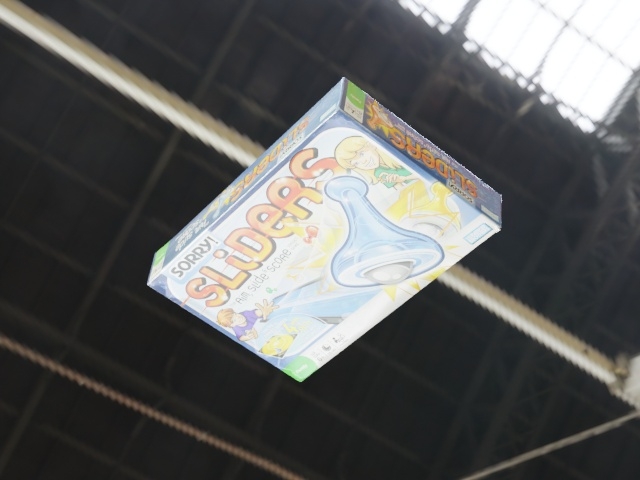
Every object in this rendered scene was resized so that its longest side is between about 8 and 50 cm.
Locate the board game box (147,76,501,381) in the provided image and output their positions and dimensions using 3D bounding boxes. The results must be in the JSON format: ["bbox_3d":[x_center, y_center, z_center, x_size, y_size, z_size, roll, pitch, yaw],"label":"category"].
[{"bbox_3d":[0.000,0.000,0.897,0.136,0.201,0.035,34,-144,-21],"label":"board game box"}]
